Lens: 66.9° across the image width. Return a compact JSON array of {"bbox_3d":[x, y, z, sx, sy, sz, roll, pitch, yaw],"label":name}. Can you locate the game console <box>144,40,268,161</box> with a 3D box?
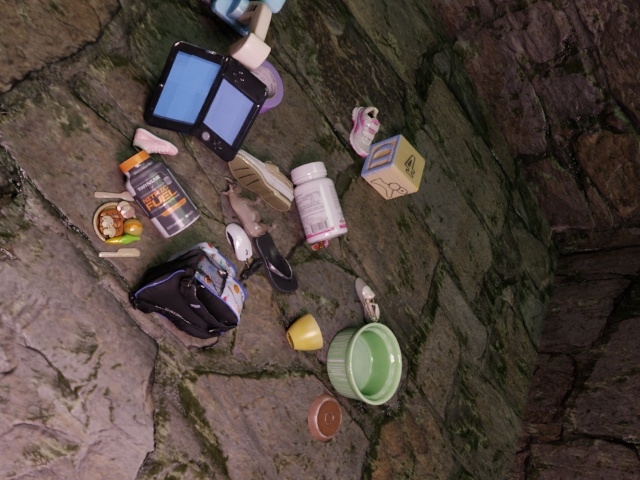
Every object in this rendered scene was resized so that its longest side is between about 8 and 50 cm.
[{"bbox_3d":[-0.344,-0.404,1.460,0.250,0.293,0.173,41,32,7],"label":"game console"}]

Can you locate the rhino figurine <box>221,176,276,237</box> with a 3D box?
[{"bbox_3d":[-0.256,-0.116,1.650,0.243,0.073,0.106,57,39,-2],"label":"rhino figurine"}]

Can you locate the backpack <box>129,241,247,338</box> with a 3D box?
[{"bbox_3d":[-0.351,0.154,1.392,0.263,0.277,0.213,53,36,-27],"label":"backpack"}]

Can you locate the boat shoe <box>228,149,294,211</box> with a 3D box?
[{"bbox_3d":[-0.205,-0.227,1.713,0.302,0.113,0.103,45,51,-41],"label":"boat shoe"}]

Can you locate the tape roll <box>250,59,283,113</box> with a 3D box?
[{"bbox_3d":[-0.233,-0.566,1.777,0.189,0.080,0.188,13,72,-43],"label":"tape roll"}]

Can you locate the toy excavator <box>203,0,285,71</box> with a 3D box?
[{"bbox_3d":[-0.228,-0.781,1.608,0.222,0.445,0.432,30,91,-36],"label":"toy excavator"}]

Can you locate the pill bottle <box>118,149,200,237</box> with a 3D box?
[{"bbox_3d":[-0.473,-0.139,1.408,0.245,0.131,0.130,57,48,-18],"label":"pill bottle"}]

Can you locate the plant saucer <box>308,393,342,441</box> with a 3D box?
[{"bbox_3d":[0.025,0.653,1.787,0.169,0.029,0.168,13,71,-41],"label":"plant saucer"}]

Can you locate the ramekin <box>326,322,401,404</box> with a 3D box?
[{"bbox_3d":[0.165,0.474,1.879,0.304,0.148,0.302,12,73,-42],"label":"ramekin"}]

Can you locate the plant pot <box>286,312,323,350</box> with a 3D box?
[{"bbox_3d":[-0.064,0.335,1.717,0.095,0.134,0.134,-18,94,-20],"label":"plant pot"}]

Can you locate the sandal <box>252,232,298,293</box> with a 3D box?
[{"bbox_3d":[-0.156,0.084,1.720,0.097,0.055,0.254,-46,113,-40],"label":"sandal"}]

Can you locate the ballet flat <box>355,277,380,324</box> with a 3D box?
[{"bbox_3d":[0.206,0.253,2.027,0.072,0.068,0.213,-18,93,-45],"label":"ballet flat"}]

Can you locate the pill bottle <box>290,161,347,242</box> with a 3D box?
[{"bbox_3d":[-0.011,-0.143,1.834,0.161,0.161,0.282,-13,85,-45],"label":"pill bottle"}]

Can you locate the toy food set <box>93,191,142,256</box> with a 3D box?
[{"bbox_3d":[-0.566,-0.049,1.360,0.133,0.039,0.191,-3,83,-45],"label":"toy food set"}]

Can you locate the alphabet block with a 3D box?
[{"bbox_3d":[0.330,-0.329,2.198,0.197,0.193,0.193,39,58,-33],"label":"alphabet block"}]

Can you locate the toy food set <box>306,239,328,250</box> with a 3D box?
[{"bbox_3d":[0.000,0.000,1.917,0.122,0.019,0.077,-41,109,-42],"label":"toy food set"}]

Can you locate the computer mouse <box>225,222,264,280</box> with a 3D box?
[{"bbox_3d":[-0.261,0.030,1.639,0.106,0.042,0.192,-32,103,-43],"label":"computer mouse"}]

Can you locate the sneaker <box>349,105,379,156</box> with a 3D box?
[{"bbox_3d":[0.203,-0.498,2.165,0.103,0.111,0.252,14,71,-42],"label":"sneaker"}]

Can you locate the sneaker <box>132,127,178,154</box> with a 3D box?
[{"bbox_3d":[-0.504,-0.277,1.467,0.134,0.051,0.070,28,64,-34],"label":"sneaker"}]
